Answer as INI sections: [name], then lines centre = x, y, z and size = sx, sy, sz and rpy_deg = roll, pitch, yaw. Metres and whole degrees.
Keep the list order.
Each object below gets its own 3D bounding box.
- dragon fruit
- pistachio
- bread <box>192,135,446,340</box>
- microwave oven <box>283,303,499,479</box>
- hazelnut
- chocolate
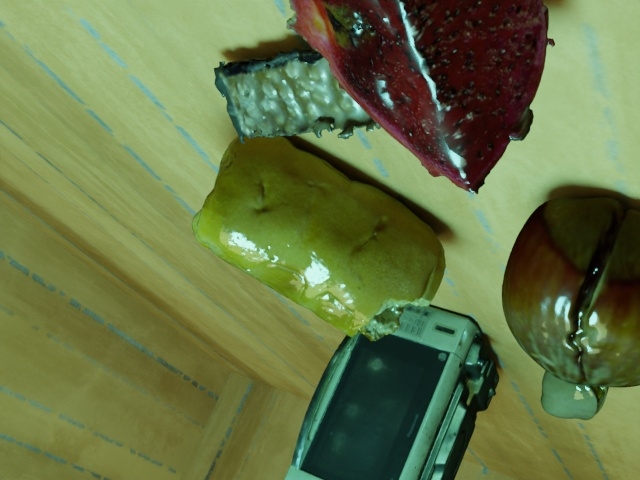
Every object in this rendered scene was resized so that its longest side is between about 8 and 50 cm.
[dragon fruit]
centre = 0.060, -0.195, 0.701
size = 0.211, 0.134, 0.262
rpy_deg = 25, 152, 43
[pistachio]
centre = 0.423, 0.246, 1.486
size = 0.113, 0.113, 0.149
rpy_deg = 25, 164, 0
[bread]
centre = 0.002, -0.002, 1.212
size = 0.344, 0.195, 0.149
rpy_deg = 28, -177, -11
[microwave oven]
centre = 0.150, 0.341, 1.658
size = 0.247, 0.394, 0.333
rpy_deg = 18, 161, 25
[hazelnut]
centre = 0.305, 0.063, 0.988
size = 0.212, 0.181, 0.181
rpy_deg = 20, 164, 19
[chocolate]
centre = 0.006, -0.162, 0.942
size = 0.329, 0.065, 0.102
rpy_deg = 5, 122, 49
